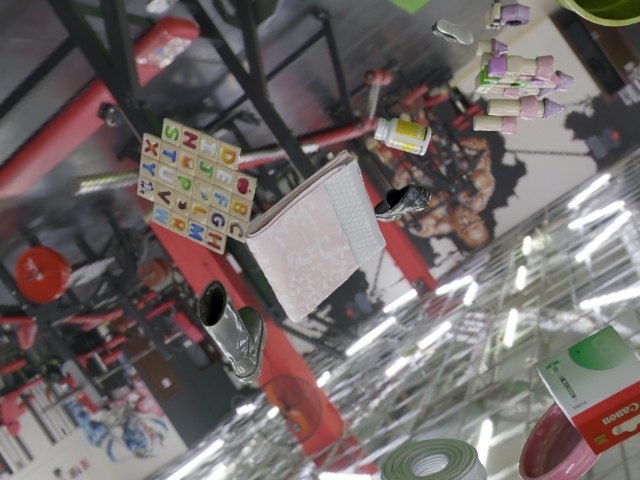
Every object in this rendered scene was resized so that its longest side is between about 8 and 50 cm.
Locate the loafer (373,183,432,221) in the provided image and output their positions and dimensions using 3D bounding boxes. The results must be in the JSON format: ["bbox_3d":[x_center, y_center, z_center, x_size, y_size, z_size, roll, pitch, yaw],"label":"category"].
[{"bbox_3d":[0.199,-0.104,1.980,0.223,0.078,0.076,-19,-137,60],"label":"loafer"}]

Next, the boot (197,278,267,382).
[{"bbox_3d":[-0.167,0.144,1.417,0.076,0.208,0.189,-22,-137,9],"label":"boot"}]

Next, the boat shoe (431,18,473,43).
[{"bbox_3d":[0.358,-0.562,2.067,0.125,0.046,0.038,11,169,-28],"label":"boat shoe"}]

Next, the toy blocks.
[{"bbox_3d":[0.571,-0.459,2.072,0.260,0.309,0.288,2,178,2],"label":"toy blocks"}]

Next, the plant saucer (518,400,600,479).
[{"bbox_3d":[0.681,0.547,2.089,0.332,0.084,0.332,-52,179,-1],"label":"plant saucer"}]

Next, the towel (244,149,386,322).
[{"bbox_3d":[0.000,0.000,1.779,0.317,0.053,0.332,-40,138,-15],"label":"towel"}]

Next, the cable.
[{"bbox_3d":[0.275,0.576,1.875,0.257,0.089,0.257,-23,-167,-26],"label":"cable"}]

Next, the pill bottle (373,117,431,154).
[{"bbox_3d":[0.179,-0.232,1.670,0.065,0.116,0.065,-165,-90,-88],"label":"pill bottle"}]

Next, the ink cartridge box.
[{"bbox_3d":[0.562,0.293,1.518,0.181,0.056,0.224,-31,-148,5],"label":"ink cartridge box"}]

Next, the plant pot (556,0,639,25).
[{"bbox_3d":[0.459,-0.609,1.398,0.366,0.366,0.353,-34,-147,-6],"label":"plant pot"}]

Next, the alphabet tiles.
[{"bbox_3d":[-0.313,-0.133,1.885,0.011,0.342,0.285,-31,139,-57],"label":"alphabet tiles"}]
